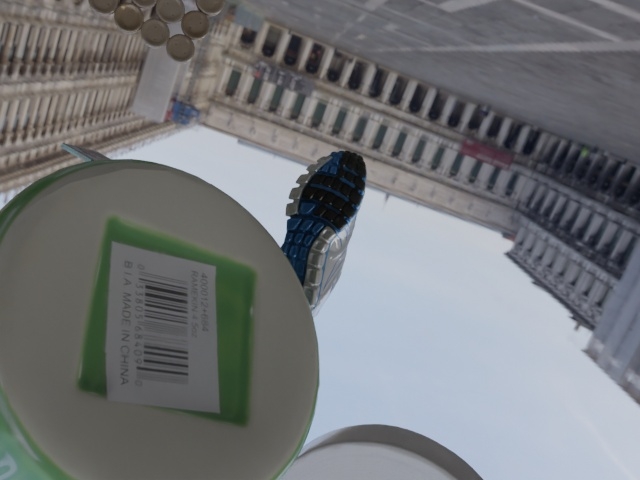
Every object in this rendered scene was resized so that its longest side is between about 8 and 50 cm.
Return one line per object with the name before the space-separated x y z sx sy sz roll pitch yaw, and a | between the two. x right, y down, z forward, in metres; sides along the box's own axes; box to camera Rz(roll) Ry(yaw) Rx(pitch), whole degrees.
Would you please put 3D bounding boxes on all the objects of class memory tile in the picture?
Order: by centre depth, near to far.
memory tile | -0.209 -0.307 0.858 0.148 0.113 0.012 30 180 -15

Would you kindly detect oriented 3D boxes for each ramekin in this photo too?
ramekin | -0.144 0.086 0.510 0.303 0.148 0.303 24 -130 -33

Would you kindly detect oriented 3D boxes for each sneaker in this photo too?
sneaker | 0.000 0.000 0.687 0.071 0.190 0.083 25 -176 21

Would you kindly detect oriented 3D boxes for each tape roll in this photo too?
tape roll | 0.086 0.464 0.972 0.392 0.392 0.072 25 -166 15

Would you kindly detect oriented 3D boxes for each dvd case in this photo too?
dvd case | -0.507 -0.186 1.490 0.087 0.013 0.119 29 -171 18
